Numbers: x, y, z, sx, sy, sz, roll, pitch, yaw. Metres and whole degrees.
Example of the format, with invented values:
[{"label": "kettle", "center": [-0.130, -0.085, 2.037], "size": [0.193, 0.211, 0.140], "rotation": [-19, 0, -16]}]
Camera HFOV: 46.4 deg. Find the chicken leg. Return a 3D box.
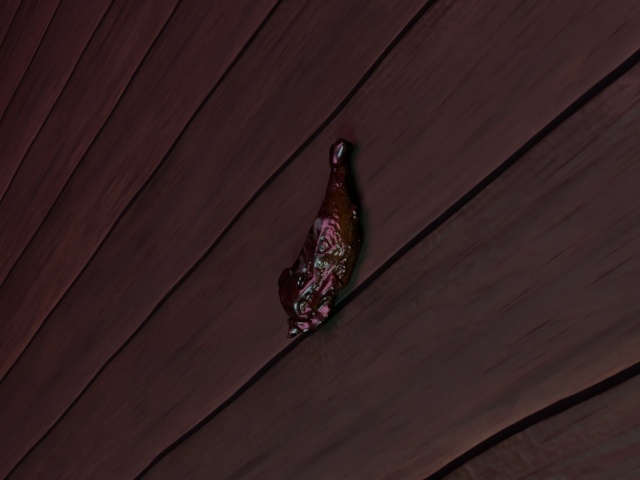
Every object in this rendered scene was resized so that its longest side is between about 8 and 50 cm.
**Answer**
[{"label": "chicken leg", "center": [0.003, 0.004, 0.785], "size": [0.089, 0.048, 0.219], "rotation": [31, 108, 45]}]
